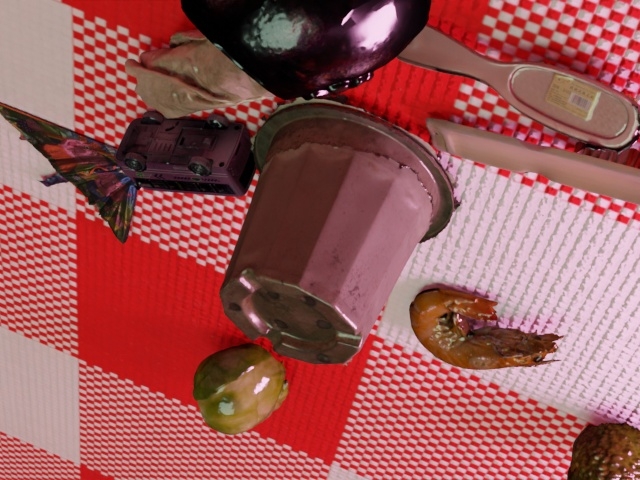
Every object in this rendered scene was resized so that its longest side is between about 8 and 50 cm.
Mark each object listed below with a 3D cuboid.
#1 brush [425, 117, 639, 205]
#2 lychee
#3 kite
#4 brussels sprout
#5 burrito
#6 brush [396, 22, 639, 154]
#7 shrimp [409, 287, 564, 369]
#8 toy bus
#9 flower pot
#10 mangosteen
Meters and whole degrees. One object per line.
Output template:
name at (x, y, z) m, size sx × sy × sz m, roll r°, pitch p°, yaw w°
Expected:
brush at (0.274, -0.102, 1.802) m, size 0.321 × 0.050 × 0.060 m, roll 16°, pitch 151°, yaw 28°
lychee at (0.444, 0.346, 2.238) m, size 0.171 × 0.171 × 0.171 m, roll 18°, pitch 148°, yaw 12°
kite at (-0.344, -0.104, 2.245) m, size 0.234 × 0.016 × 0.321 m, roll -7°, pitch 136°, yaw 42°
brussels sprout at (-0.138, 0.244, 2.512) m, size 0.131 × 0.145 × 0.183 m, roll 46°, pitch 147°, yaw 17°
burrito at (-0.088, -0.217, 1.842) m, size 0.392 × 0.076 × 0.117 m, roll -7°, pitch 132°, yaw 43°
brush at (0.216, -0.183, 1.713) m, size 0.313 × 0.067 × 0.072 m, roll 24°, pitch 115°, yaw 17°
shrimp at (0.228, 0.129, 2.156) m, size 0.249 × 0.068 × 0.150 m, roll 7°, pitch 139°, yaw 36°
toy bus at (-0.179, -0.110, 2.057) m, size 0.178 × 0.087 × 0.098 m, roll 6°, pitch 150°, yaw 25°
flower pot at (0.000, 0.000, 1.932) m, size 0.290 × 0.259 × 0.290 m, roll 19°, pitch 149°, yaw 12°
mangosteen at (-0.028, -0.281, 1.569) m, size 0.287 × 0.287 × 0.233 m, roll 39°, pitch 106°, yaw -21°
